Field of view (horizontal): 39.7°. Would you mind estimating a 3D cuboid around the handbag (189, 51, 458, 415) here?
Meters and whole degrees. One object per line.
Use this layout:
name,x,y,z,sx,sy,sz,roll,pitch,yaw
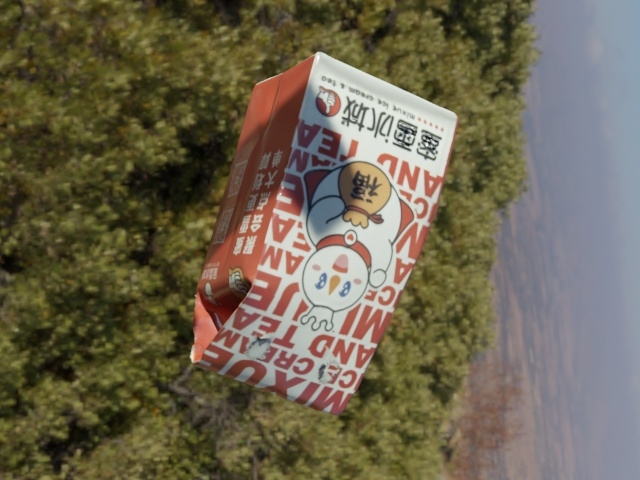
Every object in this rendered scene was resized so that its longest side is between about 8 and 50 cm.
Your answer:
handbag,0.000,0.000,0.810,0.171,0.151,0.298,19,78,-25
